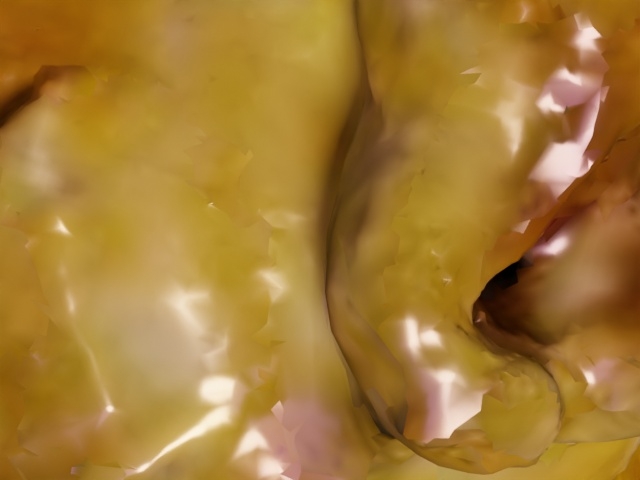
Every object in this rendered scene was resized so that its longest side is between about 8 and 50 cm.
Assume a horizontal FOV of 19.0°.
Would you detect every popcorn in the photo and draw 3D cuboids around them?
[{"bbox_3d":[0.004,0.003,0.531,0.276,0.225,0.276,4,138,4],"label":"popcorn"}]
